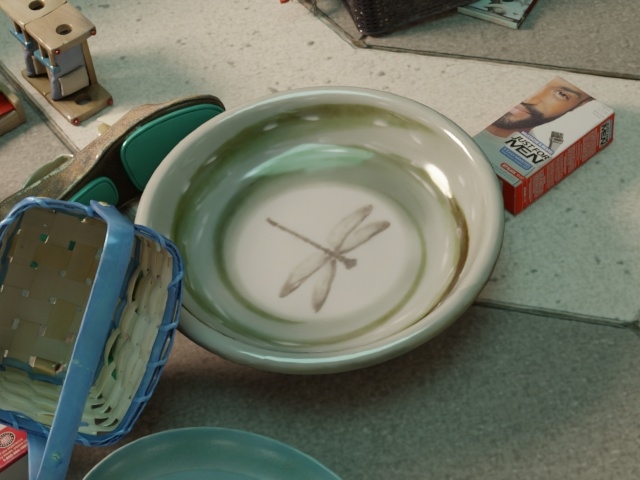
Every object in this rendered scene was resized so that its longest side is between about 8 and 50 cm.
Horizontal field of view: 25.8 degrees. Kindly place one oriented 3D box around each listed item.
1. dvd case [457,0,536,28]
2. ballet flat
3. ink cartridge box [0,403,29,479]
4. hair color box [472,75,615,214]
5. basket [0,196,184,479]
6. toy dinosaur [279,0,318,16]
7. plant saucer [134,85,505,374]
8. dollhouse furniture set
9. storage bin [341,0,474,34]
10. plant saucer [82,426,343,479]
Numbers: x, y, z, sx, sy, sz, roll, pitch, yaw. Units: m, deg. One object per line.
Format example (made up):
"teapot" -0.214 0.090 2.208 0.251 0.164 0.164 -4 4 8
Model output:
"dvd case" 0.244 -0.328 1.835 0.087 0.013 0.119 22 57 23
"ballet flat" -0.254 -0.090 1.637 0.316 0.107 0.106 -37 48 -24
"ink cartridge box" -0.371 0.202 1.420 0.127 0.072 0.175 -35 55 -22
"hair color box" 0.252 -0.113 1.627 0.167 0.053 0.093 -36 54 -23
"basket" -0.236 0.077 1.335 0.201 0.255 0.289 18 9 -14
"toy dinosaur" -0.026 -0.341 1.846 0.047 0.090 0.082 5 17 30
"plant saucer" 0.000 0.000 1.530 0.400 0.100 0.400 -3 50 3
"dollhouse furniture set" -0.373 -0.203 1.725 0.184 0.129 0.129 -34 54 -22
"storage bin" 0.113 -0.356 1.819 0.180 0.084 0.122 -19 48 -6
"plant saucer" -0.083 0.304 1.261 0.317 0.043 0.317 12 40 -10
